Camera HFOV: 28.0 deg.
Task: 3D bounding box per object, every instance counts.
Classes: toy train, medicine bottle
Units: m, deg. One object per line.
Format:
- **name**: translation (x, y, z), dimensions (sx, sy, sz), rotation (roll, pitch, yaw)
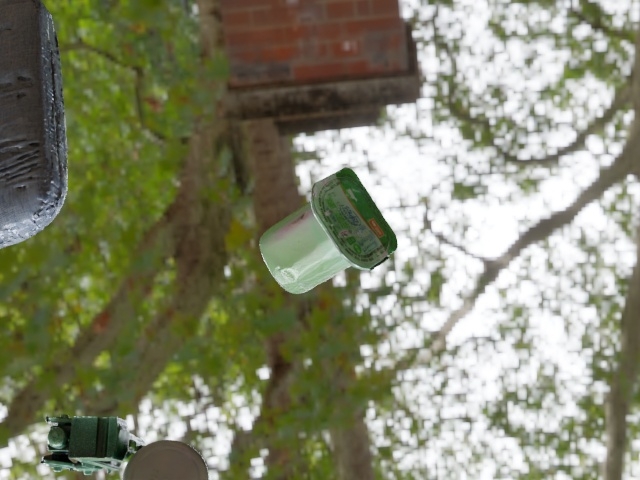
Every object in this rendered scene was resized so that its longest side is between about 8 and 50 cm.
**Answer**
- **toy train**: translation (-0.332, 0.308, 1.922), dimensions (0.132, 0.083, 0.200), rotation (-1, 167, 12)
- **medicine bottle**: translation (-0.231, 0.436, 2.008), dimensions (0.130, 0.341, 0.130), rotation (1, -122, -1)

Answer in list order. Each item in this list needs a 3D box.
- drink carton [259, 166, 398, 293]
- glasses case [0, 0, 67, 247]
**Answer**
- **drink carton**: translation (0.000, 0.000, 1.841), dimensions (0.142, 0.146, 0.144), rotation (-31, 180, 34)
- **glasses case**: translation (-0.299, -0.119, 1.219), dimensions (0.109, 0.067, 0.282), rotation (-18, -121, 12)
